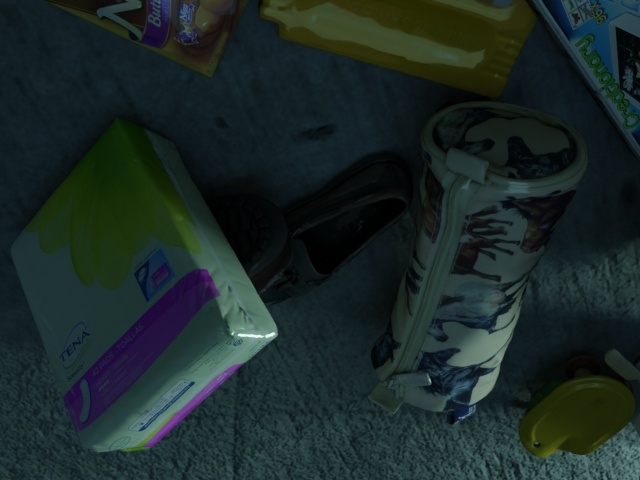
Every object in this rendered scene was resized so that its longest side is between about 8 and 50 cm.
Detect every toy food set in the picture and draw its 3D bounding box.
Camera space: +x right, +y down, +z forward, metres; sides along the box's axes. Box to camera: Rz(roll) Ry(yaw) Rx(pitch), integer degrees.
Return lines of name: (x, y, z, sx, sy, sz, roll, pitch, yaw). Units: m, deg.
toy food set: (0.379, 0.228, 1.114, 0.128, 0.071, 0.218, 31, 120, -15)

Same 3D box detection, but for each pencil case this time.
pencil case: (0.161, 0.033, 0.863, 0.160, 0.183, 0.410, 28, 138, 20)

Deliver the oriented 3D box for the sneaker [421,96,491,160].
sneaker: (0.199, -0.119, 0.881, 0.152, 0.058, 0.084, 9, 130, -3)

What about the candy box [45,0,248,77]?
candy box: (-0.171, -0.254, 0.766, 0.187, 0.053, 0.109, 23, 119, -17)

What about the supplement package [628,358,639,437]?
supplement package: (0.580, 0.249, 1.108, 0.244, 0.134, 0.139, 21, 119, -18)

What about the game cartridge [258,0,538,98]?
game cartridge: (0.112, -0.322, 0.748, 0.285, 0.052, 0.323, 12, 120, -12)

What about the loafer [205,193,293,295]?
loafer: (-0.162, 0.072, 0.950, 0.366, 0.133, 0.130, -34, 143, 27)

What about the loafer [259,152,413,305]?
loafer: (0.000, 0.000, 0.925, 0.267, 0.084, 0.096, -40, 118, 19)

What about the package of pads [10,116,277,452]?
package of pads: (-0.206, 0.052, 0.829, 0.229, 0.296, 0.101, -43, 150, 20)

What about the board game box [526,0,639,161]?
board game box: (0.357, -0.227, 0.799, 0.193, 0.053, 0.305, -39, 127, 16)
